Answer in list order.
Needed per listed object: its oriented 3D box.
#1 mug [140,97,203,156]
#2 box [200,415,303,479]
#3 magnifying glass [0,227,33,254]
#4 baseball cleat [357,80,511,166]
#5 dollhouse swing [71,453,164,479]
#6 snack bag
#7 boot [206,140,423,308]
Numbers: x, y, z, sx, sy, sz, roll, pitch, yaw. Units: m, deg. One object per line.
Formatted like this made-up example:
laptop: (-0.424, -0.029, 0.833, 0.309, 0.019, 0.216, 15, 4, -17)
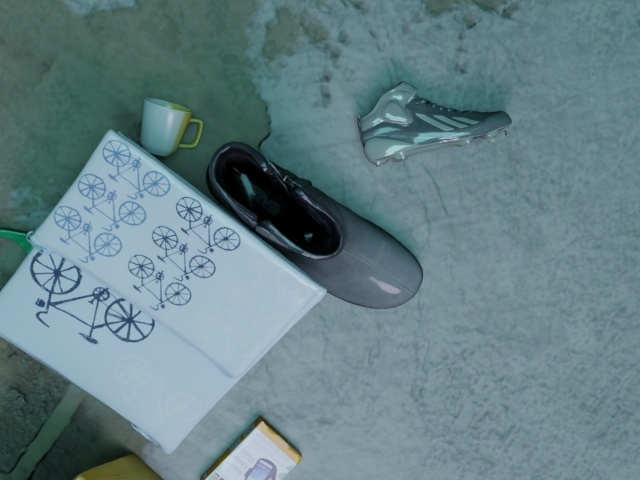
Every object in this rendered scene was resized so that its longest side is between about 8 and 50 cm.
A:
mug: (-0.193, -0.140, 1.109, 0.078, 0.062, 0.064, 16, 102, -5)
box: (-0.100, 0.317, 1.200, 0.136, 0.028, 0.081, -45, 102, 1)
magnifying glass: (-0.345, 0.014, 1.122, 0.231, 0.026, 0.092, -15, 99, -6)
baseball cleat: (0.151, -0.166, 1.159, 0.206, 0.072, 0.109, -15, 93, -11)
dollhouse swing: (-0.277, 0.501, 1.071, 0.347, 0.315, 0.305, -44, 82, -3)
snack bag: (-0.220, 0.081, 1.080, 0.323, 0.037, 0.342, 38, 111, -14)
boot: (0.000, 0.000, 1.075, 0.338, 0.223, 0.118, 29, 91, -12)
